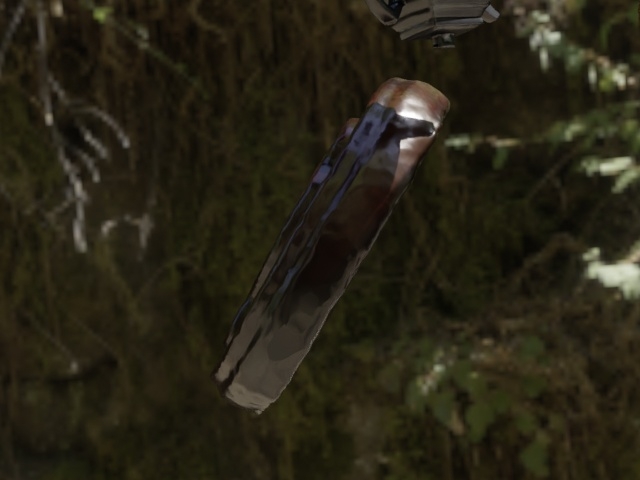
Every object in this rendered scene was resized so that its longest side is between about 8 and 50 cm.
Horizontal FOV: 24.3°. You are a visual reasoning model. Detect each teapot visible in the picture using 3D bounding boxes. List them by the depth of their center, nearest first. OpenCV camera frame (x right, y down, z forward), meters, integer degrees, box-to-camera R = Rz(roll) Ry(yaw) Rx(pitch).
[{"bbox_3d":[0.109,-0.230,1.422,0.177,0.096,0.087,-9,-5,-44],"label":"teapot"}]

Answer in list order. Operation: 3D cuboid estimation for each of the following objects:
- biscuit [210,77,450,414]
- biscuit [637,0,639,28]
[{"bbox_3d":[0.000,0.000,1.599,0.091,0.407,0.407,31,0,-3],"label":"biscuit"},{"bbox_3d":[0.477,-0.130,1.652,0.350,0.394,0.070,-20,-8,-47],"label":"biscuit"}]
